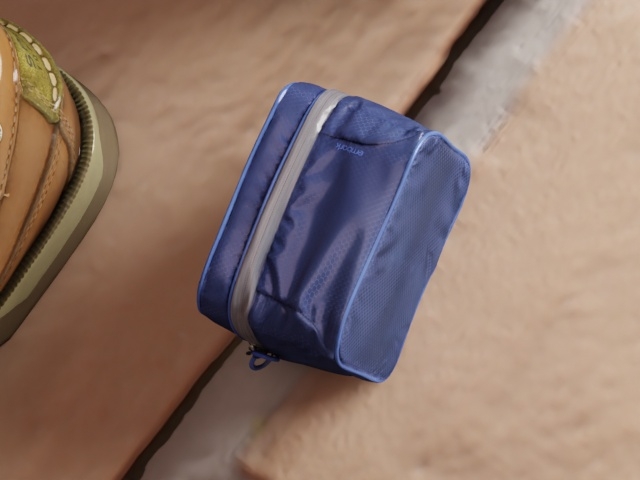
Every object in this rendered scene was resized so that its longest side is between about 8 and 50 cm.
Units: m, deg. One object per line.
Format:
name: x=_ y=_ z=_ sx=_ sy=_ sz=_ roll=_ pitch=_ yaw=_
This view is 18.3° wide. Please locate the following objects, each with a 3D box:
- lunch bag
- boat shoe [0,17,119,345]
lunch bag: x=0.000 y=0.000 z=0.673 sx=0.065 sy=0.067 sz=0.098 roll=21 pitch=84 yaw=23
boat shoe: x=-0.189 y=0.054 z=0.699 sx=0.111 sy=0.104 sz=0.307 roll=23 pitch=83 yaw=22
